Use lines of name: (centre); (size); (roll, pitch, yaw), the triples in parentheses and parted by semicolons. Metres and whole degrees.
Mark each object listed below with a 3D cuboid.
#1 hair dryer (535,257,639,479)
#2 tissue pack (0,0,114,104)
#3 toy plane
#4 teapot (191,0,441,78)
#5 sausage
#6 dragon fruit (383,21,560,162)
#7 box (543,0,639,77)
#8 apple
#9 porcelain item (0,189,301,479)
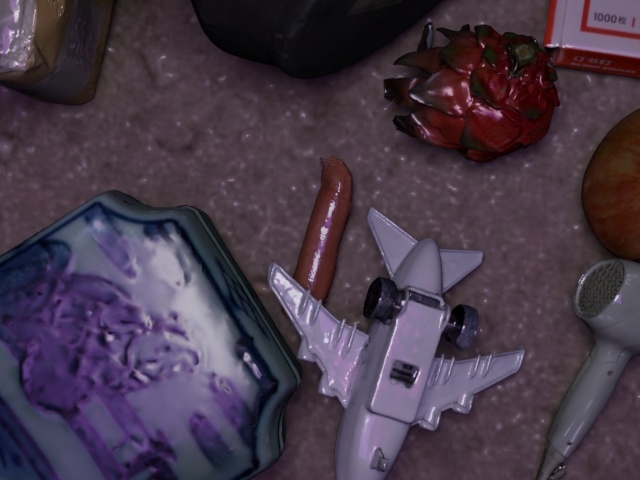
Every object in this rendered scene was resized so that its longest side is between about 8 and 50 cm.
hair dryer: (0.276, 0.148, 1.043); (0.206, 0.075, 0.237); (28, 108, -19)
tissue pack: (-0.239, -0.216, 1.001); (0.090, 0.222, 0.186); (13, 90, 1)
toy plane: (0.063, 0.105, 1.013); (0.251, 0.101, 0.255); (20, 75, -14)
teapot: (-0.062, -0.335, 0.939); (0.361, 0.376, 0.305); (52, 133, 11)
sausage: (0.000, 0.000, 1.077); (0.042, 0.036, 0.157); (14, 90, -4)
dragon fruit: (0.139, -0.131, 1.028); (0.142, 0.130, 0.121); (20, 98, 37)
box: (0.319, -0.206, 1.044); (0.229, 0.050, 0.122); (10, 82, 4)
apple: (0.302, -0.049, 1.010); (0.146, 0.131, 0.146); (0, 87, -2)
porcelain item: (-0.181, 0.118, 1.029); (0.286, 0.157, 0.281); (-30, 89, 4)
